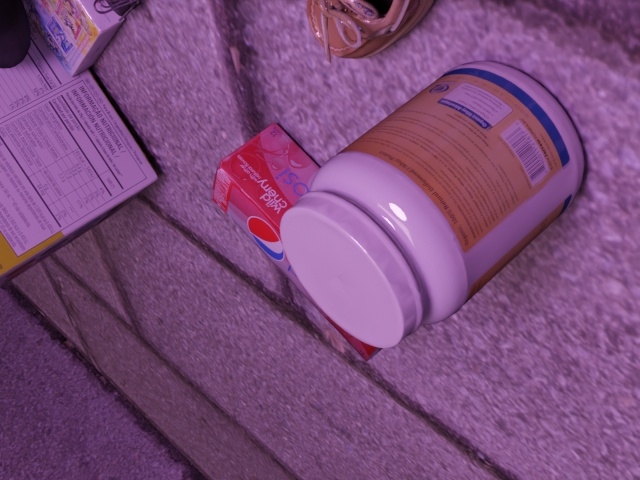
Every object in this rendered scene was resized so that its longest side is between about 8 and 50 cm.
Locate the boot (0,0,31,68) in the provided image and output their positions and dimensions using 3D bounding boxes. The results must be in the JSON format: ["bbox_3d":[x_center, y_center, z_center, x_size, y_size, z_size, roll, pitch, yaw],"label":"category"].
[{"bbox_3d":[-0.435,-0.333,0.973,0.367,0.146,0.445,62,165,22],"label":"boot"}]

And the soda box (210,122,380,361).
[{"bbox_3d":[0.000,0.000,0.954,0.263,0.092,0.083,46,155,11],"label":"soda box"}]

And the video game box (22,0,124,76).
[{"bbox_3d":[-0.352,-0.332,1.160,0.187,0.048,0.205,59,155,-9],"label":"video game box"}]

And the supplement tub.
[{"bbox_3d":[0.083,-0.028,0.649,0.144,0.199,0.144,39,152,26],"label":"supplement tub"}]

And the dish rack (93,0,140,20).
[{"bbox_3d":[-0.252,-0.345,0.943,0.208,0.074,0.271,58,154,-12],"label":"dish rack"}]

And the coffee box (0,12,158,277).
[{"bbox_3d":[-0.510,-0.126,1.361,0.338,0.334,0.337,57,156,-7],"label":"coffee box"}]

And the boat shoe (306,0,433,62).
[{"bbox_3d":[0.036,-0.212,0.614,0.104,0.089,0.285,49,155,6],"label":"boat shoe"}]
